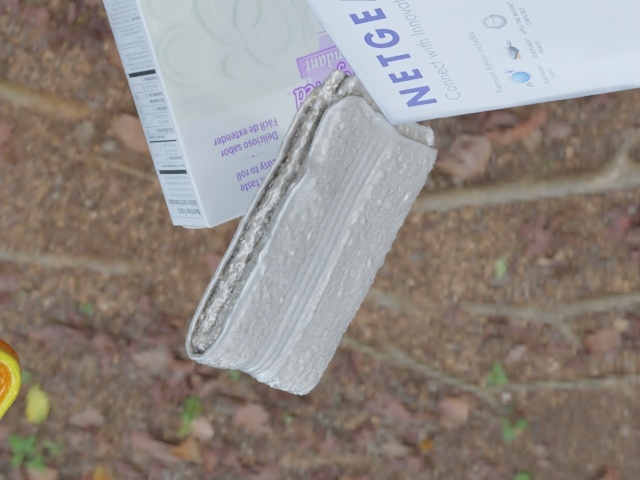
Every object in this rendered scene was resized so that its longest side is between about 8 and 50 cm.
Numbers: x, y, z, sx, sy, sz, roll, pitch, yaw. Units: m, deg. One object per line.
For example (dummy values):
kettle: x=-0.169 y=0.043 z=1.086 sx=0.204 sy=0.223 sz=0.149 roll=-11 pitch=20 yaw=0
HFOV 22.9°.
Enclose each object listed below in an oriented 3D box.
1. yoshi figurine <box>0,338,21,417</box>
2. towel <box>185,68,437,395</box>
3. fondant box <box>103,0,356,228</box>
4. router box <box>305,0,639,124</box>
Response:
yoshi figurine: x=-0.366 y=0.032 z=1.200 sx=0.362 sy=0.203 sz=0.203 roll=28 pitch=149 yaw=51
towel: x=0.000 y=0.000 z=1.411 sx=0.049 sy=0.282 sz=0.187 roll=26 pitch=179 yaw=35
fondant box: x=-0.077 y=-0.205 z=1.578 sx=0.096 sy=0.238 sz=0.330 roll=5 pitch=114 yaw=60
router box: x=0.114 y=-0.180 z=0.615 sx=0.301 sy=0.082 sz=0.335 roll=-8 pitch=152 yaw=21
